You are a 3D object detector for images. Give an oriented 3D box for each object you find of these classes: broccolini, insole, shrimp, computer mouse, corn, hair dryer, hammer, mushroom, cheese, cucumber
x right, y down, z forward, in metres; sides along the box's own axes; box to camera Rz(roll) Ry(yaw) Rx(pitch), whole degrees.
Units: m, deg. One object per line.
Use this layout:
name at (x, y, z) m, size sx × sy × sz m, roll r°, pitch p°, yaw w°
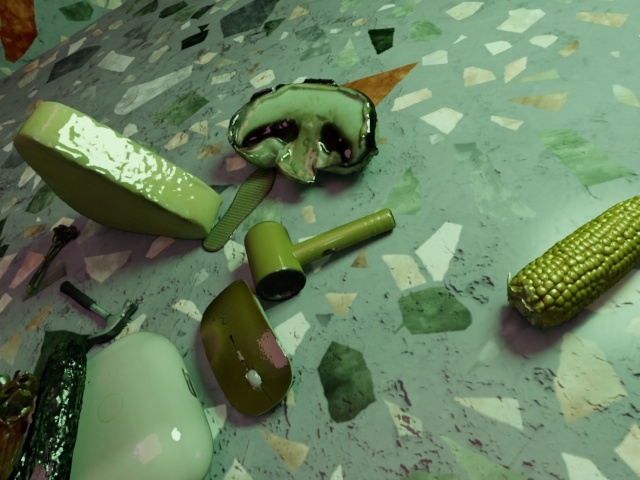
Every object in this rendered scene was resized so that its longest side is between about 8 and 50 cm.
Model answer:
broccolini at (-0.665, 0.044, 1.060) m, size 0.052 × 0.054 × 0.194 m, roll -15°, pitch 52°, yaw 51°
insole at (-0.177, -0.077, 0.961) m, size 0.086 × 0.005 × 0.253 m, roll 18°, pitch 64°, yaw 32°
shrimp at (-0.403, 0.268, 0.528) m, size 0.154 × 0.062 × 0.294 m, roll 49°, pitch 118°, yaw 41°
computer mouse at (-0.131, 0.170, 0.724) m, size 0.126 × 0.056 × 0.245 m, roll -41°, pitch 52°, yaw 8°
corn at (0.381, 0.025, 0.608) m, size 0.260 × 0.091 × 0.091 m, roll -36°, pitch 86°, yaw -6°
hair dryer at (0.000, 0.000, 0.794) m, size 0.279 × 0.090 × 0.135 m, roll -22°, pitch 48°, yaw -2°
hammer at (-0.498, 0.141, 0.921) m, size 0.246 × 0.029 × 0.103 m, roll 17°, pitch 63°, yaw 32°
mushroom at (-0.027, -0.224, 0.938) m, size 0.344 × 0.130 × 0.247 m, roll 1°, pitch 73°, yaw 24°
cheese at (-0.447, -0.110, 0.940) m, size 0.384 × 0.384 × 0.104 m, roll 6°, pitch 66°, yaw 26°
cucumber at (-0.360, 0.237, 0.589) m, size 0.067 × 0.067 × 0.245 m, roll -19°, pitch 51°, yaw 8°

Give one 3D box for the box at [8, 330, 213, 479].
box at (-0.344, 0.323, 0.653) m, size 0.349 × 0.141 × 0.288 m, roll -36°, pitch 52°, yaw -5°
